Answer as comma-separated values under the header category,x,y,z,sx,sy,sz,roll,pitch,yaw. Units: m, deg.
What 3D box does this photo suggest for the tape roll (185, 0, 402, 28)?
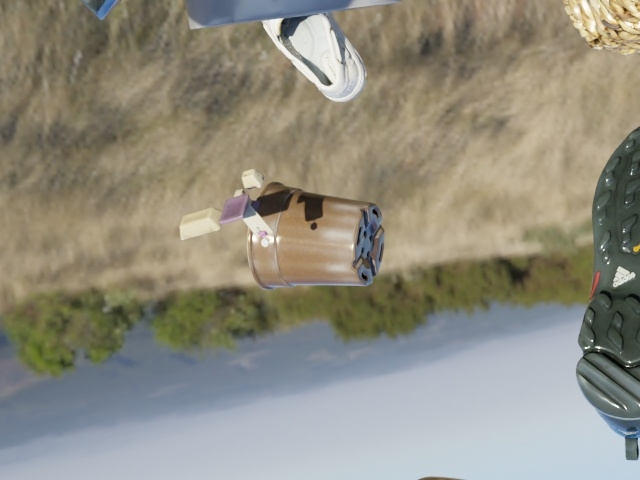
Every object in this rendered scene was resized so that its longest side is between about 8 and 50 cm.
category,x,y,z,sx,sy,sz,roll,pitch,yaw
tape roll,-0.028,-0.261,1.257,0.219,0.072,0.219,-8,-171,1

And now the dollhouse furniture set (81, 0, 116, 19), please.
category,x,y,z,sx,sy,sz,roll,pitch,yaw
dollhouse furniture set,-0.288,-0.470,1.528,0.198,0.286,0.303,-52,-170,-22

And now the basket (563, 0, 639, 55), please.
category,x,y,z,sx,sy,sz,roll,pitch,yaw
basket,0.376,-0.367,1.313,0.214,0.299,0.223,2,167,-30

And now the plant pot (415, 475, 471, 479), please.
category,x,y,z,sx,sy,sz,roll,pitch,yaw
plant pot,0.039,0.283,0.999,0.188,0.205,0.205,4,-177,31

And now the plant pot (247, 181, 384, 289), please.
category,x,y,z,sx,sy,sz,roll,pitch,yaw
plant pot,0.000,0.000,1.876,0.165,0.166,0.167,6,-179,22

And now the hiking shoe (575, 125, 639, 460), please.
category,x,y,z,sx,sy,sz,roll,pitch,yaw
hiking shoe,0.284,0.027,1.083,0.113,0.304,0.132,14,157,21

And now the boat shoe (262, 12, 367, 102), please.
category,x,y,z,sx,sy,sz,roll,pitch,yaw
boat shoe,-0.035,-0.323,1.795,0.098,0.277,0.096,-41,166,16

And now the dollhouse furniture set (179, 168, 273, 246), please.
category,x,y,z,sx,sy,sz,roll,pitch,yaw
dollhouse furniture set,-0.119,-0.026,1.649,0.114,0.091,0.081,-15,133,29
